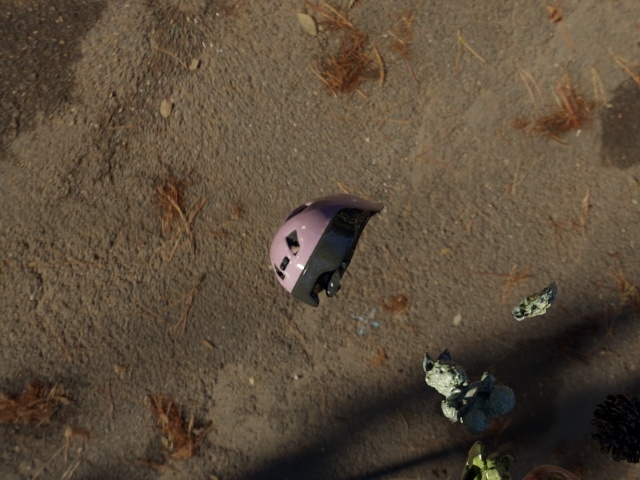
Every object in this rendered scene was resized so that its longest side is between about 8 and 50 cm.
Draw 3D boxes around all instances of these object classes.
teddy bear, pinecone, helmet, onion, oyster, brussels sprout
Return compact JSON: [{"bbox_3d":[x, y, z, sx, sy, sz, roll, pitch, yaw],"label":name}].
[{"bbox_3d":[0.299,0.318,1.143,0.133,0.213,0.111,-25,119,-15],"label":"teddy bear"},{"bbox_3d":[0.607,0.377,1.112,0.120,0.140,0.140,-24,117,-17],"label":"pinecone"},{"bbox_3d":[0.000,0.000,0.997,0.154,0.253,0.198,26,125,-2],"label":"helmet"},{"bbox_3d":[0.619,0.685,1.475,0.177,0.177,0.153,18,96,-20],"label":"onion"},{"bbox_3d":[0.448,0.131,1.157,0.100,0.098,0.037,-38,90,25],"label":"oyster"},{"bbox_3d":[0.098,0.165,0.333,0.058,0.085,0.085,11,112,11],"label":"brussels sprout"}]

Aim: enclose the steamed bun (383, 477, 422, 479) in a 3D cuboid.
[{"bbox_3d":[0.206,0.555,0.916,0.352,0.247,0.339,17,108,23],"label":"steamed bun"}]
